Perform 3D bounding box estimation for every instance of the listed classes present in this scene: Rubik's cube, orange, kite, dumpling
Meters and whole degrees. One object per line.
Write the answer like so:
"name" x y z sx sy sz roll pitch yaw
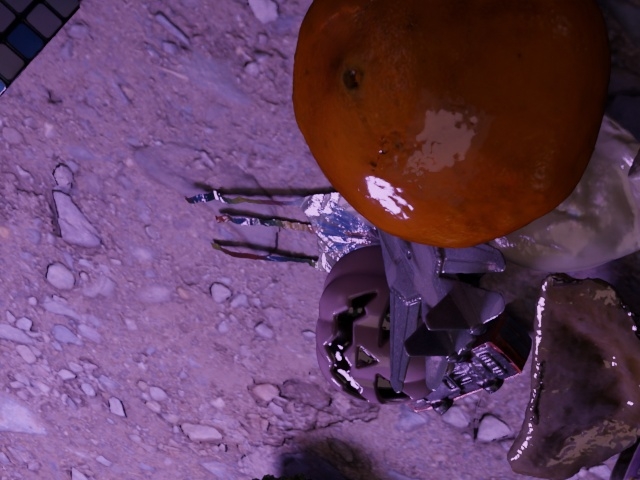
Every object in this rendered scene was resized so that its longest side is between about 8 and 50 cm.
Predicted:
"Rubik's cube" -0.375 -0.223 1.402 0.155 0.154 0.151 41 138 -15
"orange" 0.105 -0.133 1.126 0.284 0.226 0.283 1 91 49
"kite" -0.001 0.001 1.527 0.310 0.015 0.169 2 134 27
"dumpling" 0.213 -0.061 1.245 0.252 0.131 0.179 8 122 54
"dumpling" 0.299 0.145 1.450 0.166 0.086 0.332 7 136 4

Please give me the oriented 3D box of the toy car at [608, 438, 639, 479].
"toy car" 0.432 0.293 1.480 0.235 0.172 0.158 39 157 -20

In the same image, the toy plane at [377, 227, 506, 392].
"toy plane" 0.099 0.001 1.331 0.088 0.267 0.212 8 137 -28

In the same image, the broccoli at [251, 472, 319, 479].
"broccoli" -0.023 0.465 1.842 0.288 0.245 0.248 34 133 -5

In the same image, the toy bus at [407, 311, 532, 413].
"toy bus" 0.158 0.141 1.532 0.065 0.077 0.192 44 140 -13

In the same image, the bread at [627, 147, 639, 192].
"bread" 0.439 -0.041 1.097 0.338 0.187 0.155 33 144 -5

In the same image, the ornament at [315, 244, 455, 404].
"ornament" 0.080 0.091 1.442 0.178 0.177 0.177 16 138 15
